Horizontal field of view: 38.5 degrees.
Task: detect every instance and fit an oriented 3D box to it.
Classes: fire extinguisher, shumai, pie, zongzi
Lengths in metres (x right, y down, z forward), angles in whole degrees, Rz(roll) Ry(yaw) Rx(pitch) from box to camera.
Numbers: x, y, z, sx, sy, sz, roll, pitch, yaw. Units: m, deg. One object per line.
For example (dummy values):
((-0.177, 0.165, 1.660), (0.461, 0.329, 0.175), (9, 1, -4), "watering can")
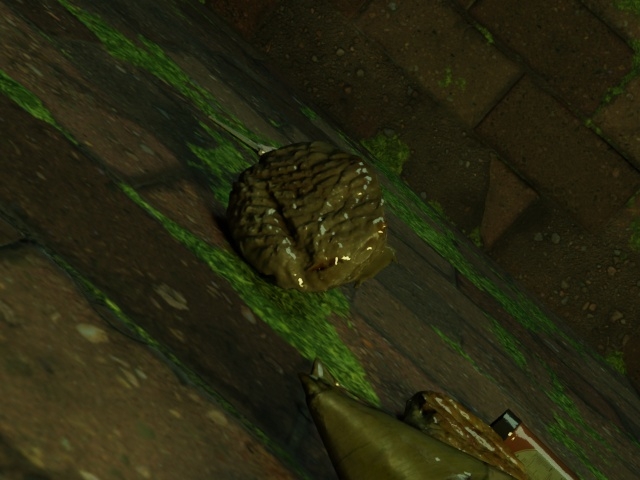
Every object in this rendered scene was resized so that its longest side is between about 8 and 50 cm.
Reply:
((0.266, 0.276, 1.067), (0.177, 0.050, 0.062), (45, -26, 13), "fire extinguisher")
((0.000, 0.000, 1.026), (0.206, 0.166, 0.175), (54, -5, 44), "shumai")
((0.149, 0.219, 0.894), (0.195, 0.046, 0.195), (41, 12, -10), "pie")
((0.126, 0.217, 0.662), (0.289, 0.123, 0.260), (45, 7, 35), "zongzi")

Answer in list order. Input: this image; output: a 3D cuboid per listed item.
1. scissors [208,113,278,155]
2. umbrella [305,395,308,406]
((-0.111, -0.159, 1.518), (0.189, 0.015, 0.100), (33, 17, -32), "scissors")
((0.093, 0.210, 0.765), (0.269, 0.044, 0.044), (43, 39, 0), "umbrella")
